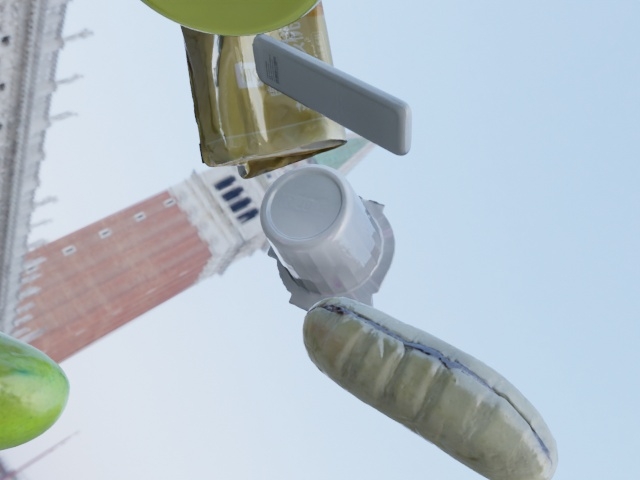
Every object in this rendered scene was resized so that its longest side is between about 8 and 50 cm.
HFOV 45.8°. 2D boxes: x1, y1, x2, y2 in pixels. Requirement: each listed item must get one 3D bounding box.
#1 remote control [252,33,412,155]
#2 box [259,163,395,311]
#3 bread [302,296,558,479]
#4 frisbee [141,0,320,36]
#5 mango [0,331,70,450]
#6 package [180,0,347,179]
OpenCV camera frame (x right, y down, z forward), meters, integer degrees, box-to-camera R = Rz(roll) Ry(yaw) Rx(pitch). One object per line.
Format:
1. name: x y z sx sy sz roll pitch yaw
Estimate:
1. remote control: 0.010 -0.177 0.889 0.261 0.029 0.067 34 -36 36
2. box: 0.000 0.000 1.432 0.206 0.263 0.291 56 16 -57
3. bread: 0.074 0.102 0.550 0.214 0.073 0.053 30 -16 23
4. frisbee: -0.096 -0.279 0.702 0.236 0.017 0.236 4 -33 2
5. mango: -0.422 0.155 0.825 0.273 0.149 0.185 26 -39 -20
6. package: -0.109 -0.264 1.096 0.221 0.165 0.311 -15 -98 35
